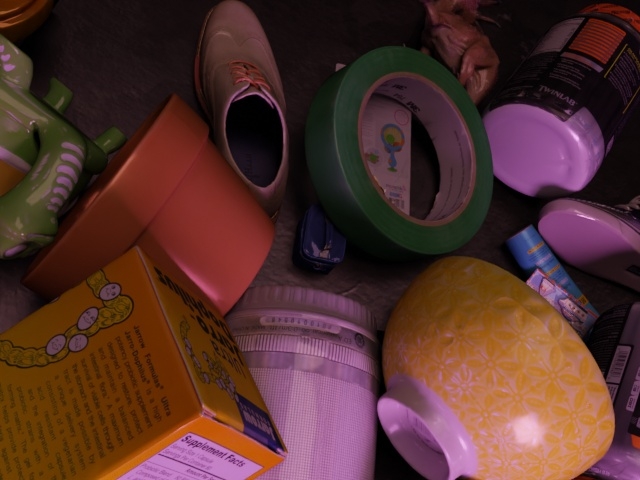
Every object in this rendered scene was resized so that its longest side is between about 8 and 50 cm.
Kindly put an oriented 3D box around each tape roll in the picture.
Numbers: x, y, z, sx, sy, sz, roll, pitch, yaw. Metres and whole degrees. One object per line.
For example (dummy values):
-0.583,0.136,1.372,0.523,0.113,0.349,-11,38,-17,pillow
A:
0.127,-0.130,1.111,0.321,0.077,0.321,10,74,-35,tape roll

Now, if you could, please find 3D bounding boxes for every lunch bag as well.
0.000,0.000,1.075,0.067,0.065,0.098,13,64,-13,lunch bag

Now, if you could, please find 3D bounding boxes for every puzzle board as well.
0.364,0.120,1.156,0.128,0.011,0.096,39,87,0,puzzle board

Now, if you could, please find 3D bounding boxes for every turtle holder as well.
-0.379,-0.099,0.880,0.320,0.243,0.227,39,86,13,turtle holder

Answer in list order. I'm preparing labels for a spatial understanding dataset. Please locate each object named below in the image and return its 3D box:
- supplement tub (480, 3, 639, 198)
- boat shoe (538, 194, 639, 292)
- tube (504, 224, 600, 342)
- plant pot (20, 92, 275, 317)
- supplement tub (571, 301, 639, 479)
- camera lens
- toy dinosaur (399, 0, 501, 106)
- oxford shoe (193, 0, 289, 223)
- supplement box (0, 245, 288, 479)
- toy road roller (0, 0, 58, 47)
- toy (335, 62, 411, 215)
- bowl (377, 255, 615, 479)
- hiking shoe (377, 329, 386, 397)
0.429,-0.248,1.251,0.207,0.207,0.338,41,61,1,supplement tub
0.519,-0.020,1.242,0.340,0.127,0.158,27,55,-15,boat shoe
0.379,0.073,1.188,0.080,0.052,0.207,-33,85,-12,tube
-0.194,-0.007,0.906,0.203,0.291,0.291,39,60,-18,plant pot
0.448,0.262,1.043,0.193,0.193,0.316,33,62,-3,supplement tub
-0.040,0.217,0.878,0.219,0.219,0.274,13,64,-13,camera lens
0.252,-0.343,1.285,0.200,0.127,0.296,-16,79,-31,toy dinosaur
-0.102,-0.211,1.085,0.140,0.146,0.397,-3,68,-20,oxford shoe
-0.249,0.206,0.718,0.356,0.194,0.195,-33,57,2,supplement box
-0.515,-0.379,0.962,0.329,0.240,0.202,26,61,-7,toy road roller
0.075,-0.154,1.173,0.137,0.056,0.237,10,69,-22,toy
0.157,0.178,0.820,0.156,0.289,0.289,-32,81,-25,bowl
0.184,0.118,1.060,0.304,0.113,0.132,-27,77,-28,hiking shoe
